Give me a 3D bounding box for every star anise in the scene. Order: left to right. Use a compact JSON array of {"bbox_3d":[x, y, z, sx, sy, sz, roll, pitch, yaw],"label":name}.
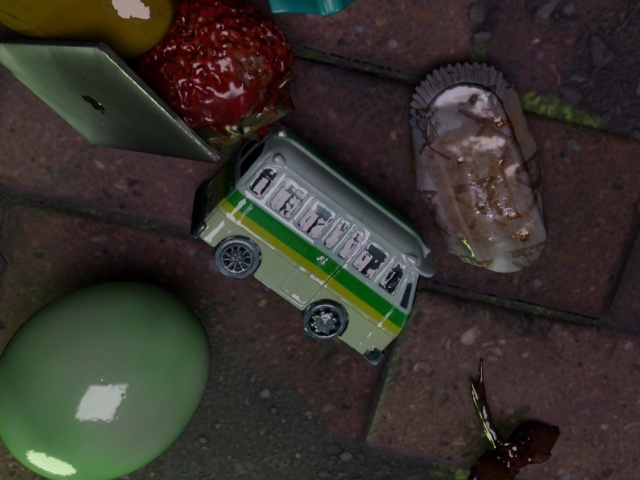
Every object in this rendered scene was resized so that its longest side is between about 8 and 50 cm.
[{"bbox_3d":[0.209,0.249,1.862,0.140,0.158,0.144,-46,76,7],"label":"star anise"}]

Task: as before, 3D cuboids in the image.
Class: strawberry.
[{"bbox_3d":[-0.117,-0.195,1.586,0.184,0.186,0.202,-29,81,45],"label":"strawberry"}]

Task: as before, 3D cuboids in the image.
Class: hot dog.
[{"bbox_3d":[0.182,-0.080,1.701,0.144,0.075,0.268,-13,118,9],"label":"hot dog"}]

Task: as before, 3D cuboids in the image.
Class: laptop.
[{"bbox_3d":[-0.235,-0.149,1.551,0.187,0.269,0.015,45,69,-34],"label":"laptop"}]

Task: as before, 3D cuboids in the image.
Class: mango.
[{"bbox_3d":[-0.299,-0.296,1.511,0.331,0.142,0.195,42,147,-2],"label":"mango"}]

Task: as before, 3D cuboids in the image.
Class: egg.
[{"bbox_3d":[-0.254,0.163,1.717,0.269,0.220,0.220,-32,112,4],"label":"egg"}]

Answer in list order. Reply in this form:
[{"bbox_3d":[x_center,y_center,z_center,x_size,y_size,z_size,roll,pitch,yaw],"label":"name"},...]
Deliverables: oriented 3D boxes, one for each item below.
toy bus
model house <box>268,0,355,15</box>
[{"bbox_3d":[0.000,0.000,1.696,0.276,0.134,0.165,36,110,-17],"label":"toy bus"},{"bbox_3d":[-0.003,-0.303,1.547,0.127,0.149,0.100,-15,118,3],"label":"model house"}]
